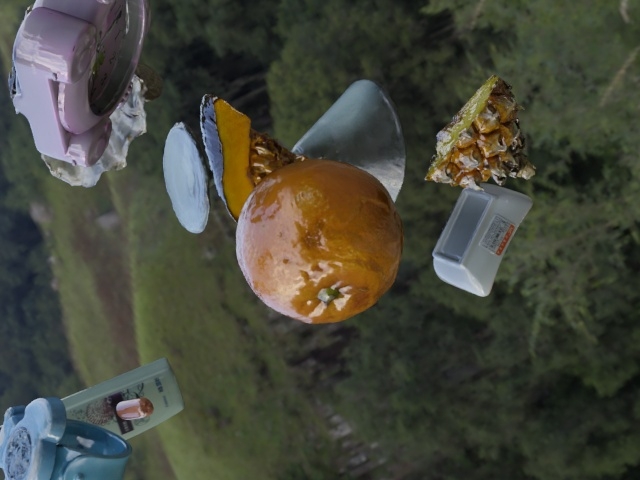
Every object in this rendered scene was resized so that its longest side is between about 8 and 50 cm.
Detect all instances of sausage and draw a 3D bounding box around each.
[{"bbox_3d":[-0.308,0.279,1.852,0.083,0.034,0.034,-16,103,47],"label":"sausage"}]

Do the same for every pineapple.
[{"bbox_3d":[0.289,-0.163,1.780,0.164,0.250,0.140,42,140,1],"label":"pineapple"}]

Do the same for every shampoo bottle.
[{"bbox_3d":[-0.442,0.350,2.145,0.078,0.359,0.134,-131,23,-55],"label":"shampoo bottle"}]

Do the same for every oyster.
[{"bbox_3d":[-0.445,-0.284,2.038,0.351,0.238,0.115,62,178,4],"label":"oyster"}]

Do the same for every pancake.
[{"bbox_3d":[-0.466,-0.389,2.507,0.250,0.031,0.250,25,-157,-12],"label":"pancake"}]

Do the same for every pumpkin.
[{"bbox_3d":[-0.142,-0.119,1.876,0.278,0.163,0.111,32,174,-40],"label":"pumpkin"}]

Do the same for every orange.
[{"bbox_3d":[0.000,0.000,1.719,0.261,0.261,0.261,62,174,11],"label":"orange"}]

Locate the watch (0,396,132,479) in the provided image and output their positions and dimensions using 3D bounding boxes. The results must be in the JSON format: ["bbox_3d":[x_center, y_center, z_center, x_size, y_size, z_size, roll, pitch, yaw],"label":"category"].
[{"bbox_3d":[-0.427,0.364,1.885,0.193,0.211,0.211,14,-150,-38],"label":"watch"}]

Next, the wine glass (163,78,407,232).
[{"bbox_3d":[-0.071,-0.145,2.097,0.267,0.406,0.267,37,134,52],"label":"wine glass"}]

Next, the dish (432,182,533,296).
[{"bbox_3d":[0.293,-0.014,2.128,0.077,0.212,0.151,28,177,-36],"label":"dish"}]

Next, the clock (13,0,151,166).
[{"bbox_3d":[-0.354,-0.309,1.718,0.295,0.113,0.322,97,-168,-59],"label":"clock"}]
